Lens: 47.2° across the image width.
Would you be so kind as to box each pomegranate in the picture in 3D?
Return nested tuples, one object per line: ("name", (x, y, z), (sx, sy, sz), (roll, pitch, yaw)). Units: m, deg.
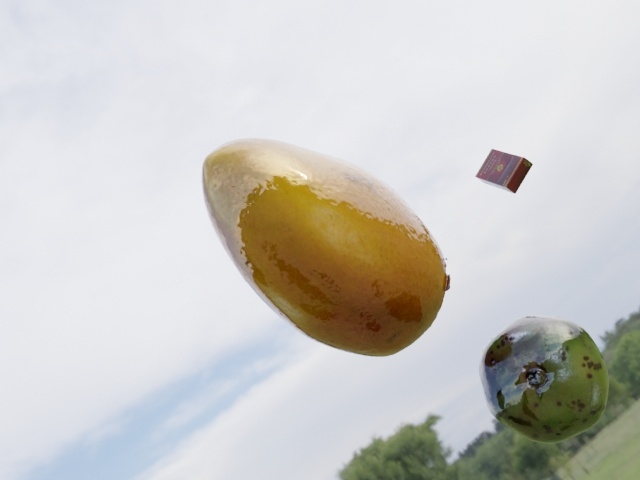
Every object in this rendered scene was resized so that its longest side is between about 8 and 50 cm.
("pomegranate", (0.205, 0.125, 0.668), (0.114, 0.114, 0.142), (-43, -26, 8))

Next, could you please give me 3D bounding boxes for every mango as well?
("mango", (0.000, 0.000, 0.675), (0.257, 0.187, 0.138), (24, -32, -38))

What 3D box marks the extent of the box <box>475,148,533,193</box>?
("box", (0.272, -0.104, 1.090), (0.023, 0.082, 0.052), (28, -86, -27))
